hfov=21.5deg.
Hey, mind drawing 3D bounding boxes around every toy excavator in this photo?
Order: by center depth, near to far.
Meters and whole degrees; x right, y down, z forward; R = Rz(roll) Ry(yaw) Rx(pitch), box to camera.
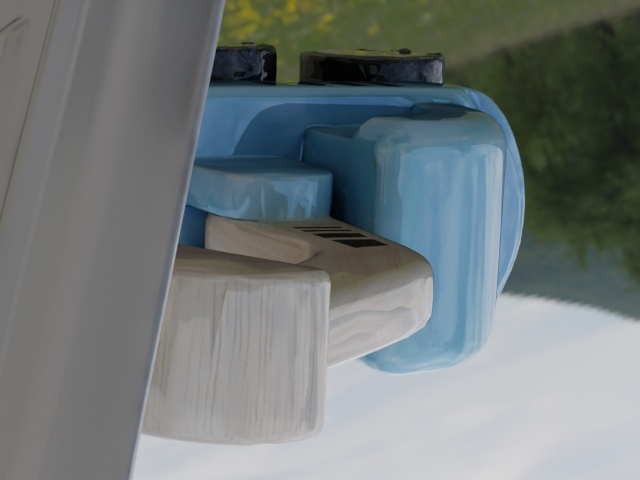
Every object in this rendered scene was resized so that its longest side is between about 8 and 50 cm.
[{"bbox_3d":[0.000,0.000,1.005,0.433,0.222,0.445,-3,-170,-32],"label":"toy excavator"}]

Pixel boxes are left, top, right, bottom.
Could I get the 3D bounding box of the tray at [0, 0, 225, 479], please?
[{"bbox_3d":[-0.085,0.028,0.380,0.030,0.270,0.145,27,144,-29],"label":"tray"}]
